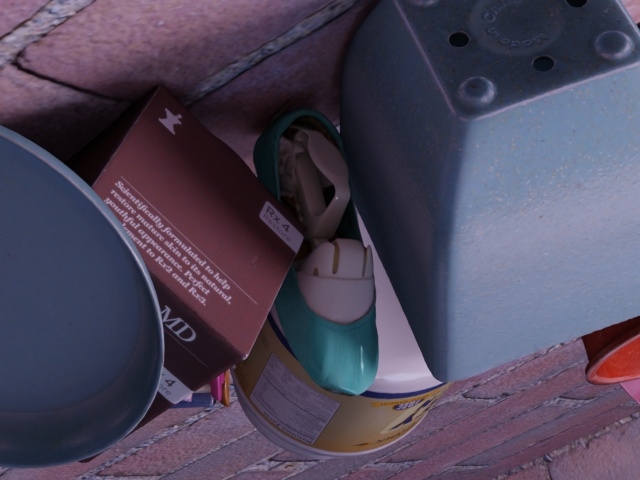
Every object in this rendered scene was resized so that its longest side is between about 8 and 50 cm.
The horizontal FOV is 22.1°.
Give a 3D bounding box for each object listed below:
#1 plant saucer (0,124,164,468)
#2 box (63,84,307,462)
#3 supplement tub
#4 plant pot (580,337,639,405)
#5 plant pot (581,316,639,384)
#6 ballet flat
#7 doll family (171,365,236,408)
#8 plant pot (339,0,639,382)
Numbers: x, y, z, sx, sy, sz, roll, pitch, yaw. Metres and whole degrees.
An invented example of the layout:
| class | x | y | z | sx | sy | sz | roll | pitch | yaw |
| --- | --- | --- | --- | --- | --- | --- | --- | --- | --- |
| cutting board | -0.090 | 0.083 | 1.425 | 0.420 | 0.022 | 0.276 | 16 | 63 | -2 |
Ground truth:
| class | x | y | z | sx | sy | sz | roll | pitch | yaw |
| --- | --- | --- | --- | --- | --- | --- | --- | --- | --- |
| plant saucer | -0.253 | 0.029 | 1.144 | 0.317 | 0.317 | 0.044 | -34 | -160 | 35 |
| box | -0.152 | 0.028 | 1.244 | 0.203 | 0.168 | 0.167 | -35 | -161 | 36 |
| supplement tub | 0.032 | 0.080 | 1.596 | 0.228 | 0.228 | 0.316 | -15 | 161 | -18 |
| plant pot | 0.444 | 0.096 | 2.196 | 0.180 | 0.201 | 0.201 | -41 | 158 | 10 |
| plant pot | 0.318 | -0.042 | 1.502 | 0.272 | 0.265 | 0.272 | -20 | 162 | -7 |
| ballet flat | 0.000 | 0.000 | 1.306 | 0.083 | 0.247 | 0.087 | -3 | 153 | -24 |
| doll family | -0.162 | 0.113 | 1.474 | 0.163 | 0.118 | 0.263 | -1 | -155 | 2 |
| plant pot | 0.153 | -0.086 | 1.253 | 0.248 | 0.247 | 0.252 | -19 | 145 | -5 |
